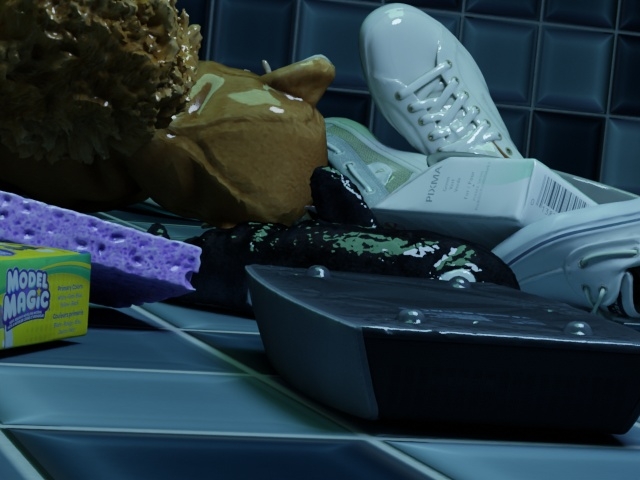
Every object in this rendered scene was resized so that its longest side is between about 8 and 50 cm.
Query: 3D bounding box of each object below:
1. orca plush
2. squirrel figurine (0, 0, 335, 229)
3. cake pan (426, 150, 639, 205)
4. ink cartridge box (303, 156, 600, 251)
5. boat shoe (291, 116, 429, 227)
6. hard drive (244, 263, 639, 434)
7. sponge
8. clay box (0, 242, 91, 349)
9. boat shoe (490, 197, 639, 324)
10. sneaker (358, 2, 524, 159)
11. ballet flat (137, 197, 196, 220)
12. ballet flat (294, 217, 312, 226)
[{"bbox_3d":[0.000,0.000,1.288,0.287,0.102,0.151,8,5,34],"label":"orca plush"},{"bbox_3d":[-0.183,-0.115,1.609,0.370,0.281,0.397,23,-6,12],"label":"squirrel figurine"},{"bbox_3d":[0.227,-0.009,1.688,0.293,0.054,0.293,15,11,-3],"label":"cake pan"},{"bbox_3d":[0.128,-0.009,1.495,0.224,0.056,0.181,8,-16,46],"label":"ink cartridge box"},{"bbox_3d":[0.016,-0.046,1.890,0.103,0.118,0.320,-14,21,-29],"label":"boat shoe"},{"bbox_3d":[0.058,0.052,0.987,0.172,0.054,0.254,5,4,-14],"label":"hard drive"},{"bbox_3d":[-0.189,-0.002,1.140,0.210,0.031,0.117,17,-15,-27],"label":"sponge"},{"bbox_3d":[-0.221,0.027,0.974,0.127,0.053,0.222,5,2,18],"label":"clay box"},{"bbox_3d":[0.208,0.020,1.341,0.226,0.076,0.083,-24,-38,29],"label":"boat shoe"},{"bbox_3d":[0.142,-0.102,1.856,0.106,0.290,0.123,-36,17,-7],"label":"sneaker"},{"bbox_3d":[-0.194,-0.066,2.161,0.213,0.068,0.072,10,6,42],"label":"ballet flat"},{"bbox_3d":[-0.003,0.022,1.489,0.057,0.049,0.173,17,10,-3],"label":"ballet flat"}]
